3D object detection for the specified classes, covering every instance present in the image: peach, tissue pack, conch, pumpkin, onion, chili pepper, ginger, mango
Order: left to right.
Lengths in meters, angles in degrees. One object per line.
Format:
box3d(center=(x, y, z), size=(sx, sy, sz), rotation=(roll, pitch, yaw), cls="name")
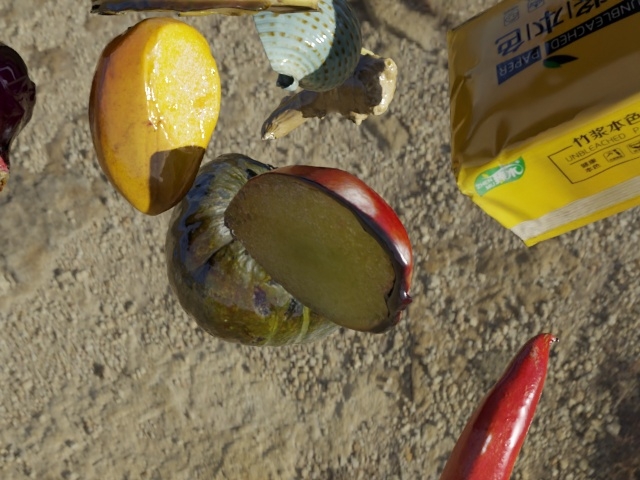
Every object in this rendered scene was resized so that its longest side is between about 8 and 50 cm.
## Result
box3d(center=(-0.413, -0.163, 1.053), size=(0.135, 0.173, 0.198), rotation=(-31, 91, 15), cls="onion")
box3d(center=(-0.186, -0.135, 0.950), size=(0.141, 0.217, 0.102), rotation=(-7, 13, -41), cls="mango")
box3d(center=(-0.088, 0.024, 1.211), size=(0.324, 0.242, 0.232), rotation=(30, 40, 13), cls="pumpkin")
box3d(center=(-0.010, -0.283, 1.180), size=(0.131, 0.172, 0.200), rotation=(-20, 31, 8), cls="conch")
box3d(center=(0.004, -0.001, 0.884), size=(0.068, 0.189, 0.279), rotation=(-33, 37, -32), cls="peach")
box3d(center=(0.015, -0.242, 1.511), size=(0.294, 0.086, 0.131), rotation=(-22, 69, 32), cls="ginger")
box3d(center=(0.237, 0.303, 1.187), size=(0.091, 0.137, 0.369), rotation=(31, 102, 28), cls="chili pepper")
box3d(center=(0.364, -0.202, 1.061), size=(0.381, 0.228, 0.293), rotation=(-23, 45, 32), cls="tissue pack")

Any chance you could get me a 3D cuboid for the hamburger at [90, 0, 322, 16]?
box3d(center=(-0.099, -0.276, 0.765), size=(0.237, 0.149, 0.237), rotation=(0, 13, 0), cls="hamburger")
